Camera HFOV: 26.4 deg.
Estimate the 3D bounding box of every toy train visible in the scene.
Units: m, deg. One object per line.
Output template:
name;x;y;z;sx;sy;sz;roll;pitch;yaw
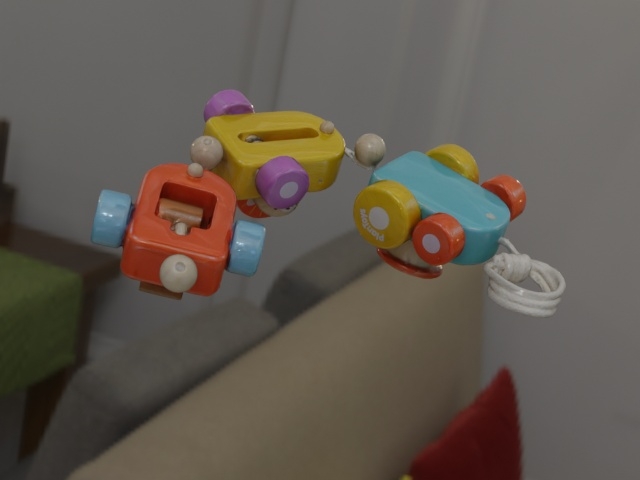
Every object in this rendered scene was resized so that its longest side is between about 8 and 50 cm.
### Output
toy train;0.000;0.000;0.503;0.166;0.046;0.125;11;35;-11
